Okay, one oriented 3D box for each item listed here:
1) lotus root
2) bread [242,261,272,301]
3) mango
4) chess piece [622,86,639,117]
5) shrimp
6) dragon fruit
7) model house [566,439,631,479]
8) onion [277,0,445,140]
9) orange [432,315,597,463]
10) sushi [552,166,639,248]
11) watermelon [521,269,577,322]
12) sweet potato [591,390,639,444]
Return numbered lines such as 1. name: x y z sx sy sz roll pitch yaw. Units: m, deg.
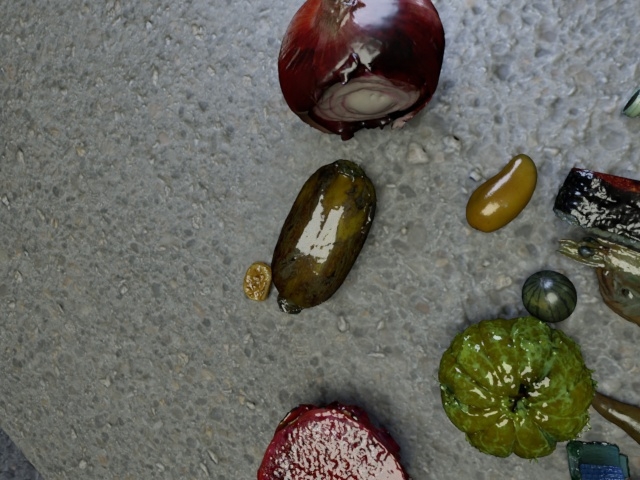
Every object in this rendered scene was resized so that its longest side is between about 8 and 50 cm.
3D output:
1. lotus root: 0.000 0.000 1.072 0.195 0.179 0.398 31 107 17
2. bread: -0.171 0.113 1.232 0.083 0.044 0.111 24 104 21
3. mango: 0.390 -0.096 0.957 0.102 0.085 0.184 43 100 15
4. chess piece: 0.659 -0.235 0.847 0.149 0.059 0.059 29 107 8
5. shrimp: 0.603 0.090 0.877 0.317 0.077 0.168 30 140 13
6. dragon fruit: 0.054 0.588 1.107 0.385 0.249 0.372 0 82 18
7. model house: 0.588 0.519 0.928 0.119 0.148 0.149 -6 93 23
8. onion: 0.089 -0.383 0.927 0.340 0.341 0.342 3 99 21
9. orange: 0.398 0.290 0.935 0.301 0.223 0.300 -42 92 18
10. sushi: 0.575 -0.059 0.860 0.224 0.136 0.126 16 107 12
11. watermelon: 0.483 0.126 0.945 0.105 0.105 0.133 -9 131 23
12. sweet potato: 0.667 0.392 0.918 0.243 0.077 0.077 33 108 13
